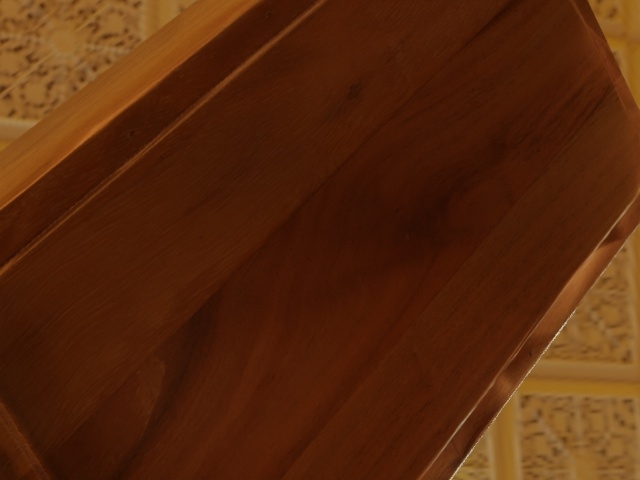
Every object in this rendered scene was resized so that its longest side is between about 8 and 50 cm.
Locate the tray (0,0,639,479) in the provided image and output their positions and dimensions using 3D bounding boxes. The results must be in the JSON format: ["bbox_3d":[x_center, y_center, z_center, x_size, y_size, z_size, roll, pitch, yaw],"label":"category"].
[{"bbox_3d":[0.000,0.000,0.686,0.411,0.076,0.203,-46,-66,-42],"label":"tray"}]
